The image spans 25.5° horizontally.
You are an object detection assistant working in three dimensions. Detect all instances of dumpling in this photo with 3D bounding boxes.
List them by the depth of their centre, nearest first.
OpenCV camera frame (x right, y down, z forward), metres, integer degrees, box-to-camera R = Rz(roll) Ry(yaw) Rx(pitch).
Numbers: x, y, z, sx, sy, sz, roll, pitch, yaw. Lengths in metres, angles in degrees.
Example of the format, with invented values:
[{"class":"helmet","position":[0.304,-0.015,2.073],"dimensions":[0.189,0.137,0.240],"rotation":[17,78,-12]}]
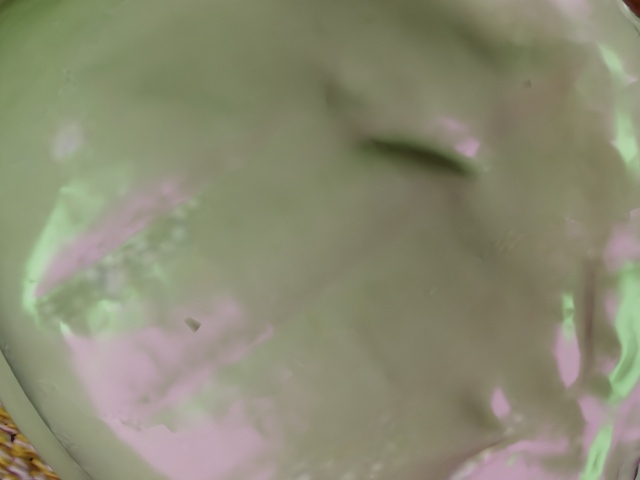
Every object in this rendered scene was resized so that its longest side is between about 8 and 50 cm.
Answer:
[{"class":"dumpling","position":[0.000,0.000,0.606],"dimensions":[0.315,0.233,0.395],"rotation":[-20,93,23]}]

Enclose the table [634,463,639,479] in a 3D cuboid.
[{"class":"table","position":[0.088,0.096,0.788],"dimensions":[0.166,0.166,0.198],"rotation":[27,140,-21]}]
